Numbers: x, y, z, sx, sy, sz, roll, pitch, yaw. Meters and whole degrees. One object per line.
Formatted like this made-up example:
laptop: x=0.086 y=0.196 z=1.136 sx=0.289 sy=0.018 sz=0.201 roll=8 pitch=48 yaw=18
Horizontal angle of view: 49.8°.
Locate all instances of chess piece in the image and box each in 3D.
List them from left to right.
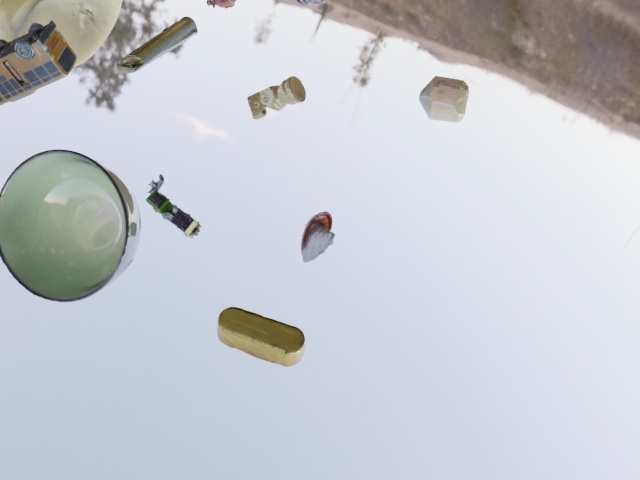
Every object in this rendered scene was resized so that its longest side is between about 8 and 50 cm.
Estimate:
chess piece: x=-0.153 y=-0.466 z=2.269 sx=0.090 sy=0.201 sz=0.090 roll=29 pitch=-126 yaw=-49

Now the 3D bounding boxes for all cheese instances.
cheese: x=-0.585 y=-0.555 z=1.610 sx=0.128 sy=0.316 sz=0.260 roll=48 pitch=-165 yaw=21

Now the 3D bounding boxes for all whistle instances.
whistle: x=-0.475 y=-0.573 z=2.030 sx=0.068 sy=0.057 sz=0.326 roll=13 pitch=-138 yaw=23

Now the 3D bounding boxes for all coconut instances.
coconut: x=0.315 y=-0.364 z=1.777 sx=0.122 sy=0.116 sz=0.116 roll=9 pitch=-156 yaw=5

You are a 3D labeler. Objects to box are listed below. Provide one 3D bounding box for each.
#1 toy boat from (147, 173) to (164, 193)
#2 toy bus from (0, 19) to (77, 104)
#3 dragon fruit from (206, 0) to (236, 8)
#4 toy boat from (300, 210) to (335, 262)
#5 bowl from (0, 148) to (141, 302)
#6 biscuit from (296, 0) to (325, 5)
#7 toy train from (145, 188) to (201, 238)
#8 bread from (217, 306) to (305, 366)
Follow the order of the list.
toy boat: x=-0.517 y=-0.174 z=2.156 sx=0.038 sy=0.083 sz=0.038 roll=29 pitch=-146 yaw=-22
toy bus: x=-0.565 y=-0.330 z=1.305 sx=0.091 sy=0.182 sz=0.103 roll=-89 pitch=-25 yaw=-47
dragon fruit: x=-0.252 y=-0.653 z=1.755 sx=0.126 sy=0.112 sz=0.068 roll=9 pitch=-179 yaw=34
toy boat: x=0.000 y=0.000 z=2.477 sx=0.096 sy=0.206 sz=0.282 roll=26 pitch=-177 yaw=-18
bowl: x=-0.578 y=-0.037 z=1.665 sx=0.354 sy=0.353 sz=0.185 roll=30 pitch=-170 yaw=10
biscuit: x=-0.011 y=-0.744 z=1.591 sx=0.073 sy=0.388 sz=0.107 roll=7 pitch=-172 yaw=8
toy train: x=-0.432 y=-0.078 z=2.026 sx=0.202 sy=0.060 sz=0.081 roll=35 pitch=172 yaw=27
bread: x=-0.157 y=0.252 z=1.823 sx=0.246 sy=0.094 sz=0.102 roll=18 pitch=-127 yaw=7
